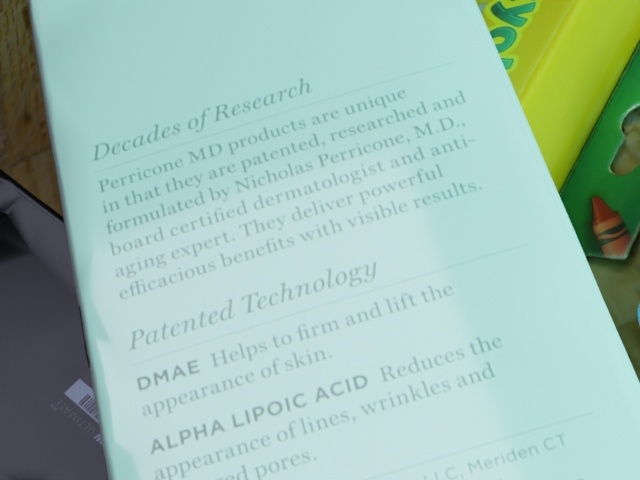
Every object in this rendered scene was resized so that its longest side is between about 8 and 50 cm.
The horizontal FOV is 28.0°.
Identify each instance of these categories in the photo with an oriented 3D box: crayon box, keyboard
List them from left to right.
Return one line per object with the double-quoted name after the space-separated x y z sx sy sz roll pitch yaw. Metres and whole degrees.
-0.067 0.063 0.606 0.317 0.033 0.201 37 67 21 "keyboard"
0.060 -0.105 0.748 0.318 0.081 0.202 9 54 36 "crayon box"

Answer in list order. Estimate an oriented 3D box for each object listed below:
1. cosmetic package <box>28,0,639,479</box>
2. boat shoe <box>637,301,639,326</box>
0.000 0.000 0.494 0.156 0.217 0.385 -18 57 0 "cosmetic package"
0.184 0.024 0.538 0.109 0.089 0.258 -1 49 30 "boat shoe"
